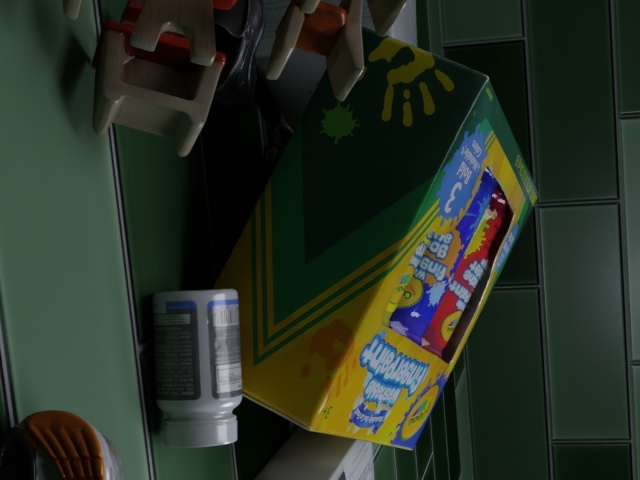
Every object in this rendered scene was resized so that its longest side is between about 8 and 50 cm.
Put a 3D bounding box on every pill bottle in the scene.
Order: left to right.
[{"bbox_3d":[-0.109,0.113,1.033,0.078,0.078,0.137,6,82,-76],"label":"pill bottle"}]

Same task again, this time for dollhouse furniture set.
[{"bbox_3d":[-0.098,-0.192,0.845,0.259,0.262,0.135,126,-26,-53],"label":"dollhouse furniture set"}]

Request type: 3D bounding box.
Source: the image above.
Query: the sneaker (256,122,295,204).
[{"bbox_3d":[-0.054,-0.073,1.370,0.071,0.066,0.188,59,21,-23],"label":"sneaker"}]

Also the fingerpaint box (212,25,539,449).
[{"bbox_3d":[0.075,0.028,1.278,0.371,0.163,0.445,-63,159,-4],"label":"fingerpaint box"}]

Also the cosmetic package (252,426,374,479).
[{"bbox_3d":[-0.008,0.395,1.361,0.377,0.097,0.284,-32,121,-74],"label":"cosmetic package"}]

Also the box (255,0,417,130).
[{"bbox_3d":[0.022,-0.328,1.431,0.215,0.168,0.345,59,28,-62],"label":"box"}]

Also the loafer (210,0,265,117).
[{"bbox_3d":[-0.095,-0.216,1.201,0.061,0.062,0.170,28,59,-69],"label":"loafer"}]

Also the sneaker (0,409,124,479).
[{"bbox_3d":[-0.159,0.250,0.777,0.121,0.099,0.262,52,38,-74],"label":"sneaker"}]
